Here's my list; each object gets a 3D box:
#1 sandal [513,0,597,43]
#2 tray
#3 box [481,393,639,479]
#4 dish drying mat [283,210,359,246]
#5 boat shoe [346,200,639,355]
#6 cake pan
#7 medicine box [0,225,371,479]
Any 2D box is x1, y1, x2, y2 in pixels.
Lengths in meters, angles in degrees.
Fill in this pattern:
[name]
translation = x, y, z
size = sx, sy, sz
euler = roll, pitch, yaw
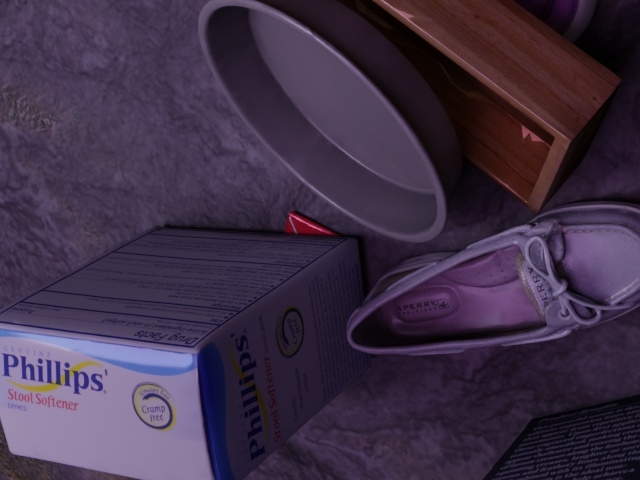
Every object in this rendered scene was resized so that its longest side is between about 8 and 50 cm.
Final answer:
[sandal]
translation = 0.066, -0.317, 1.092
size = 0.416, 0.102, 0.169
euler = 41, 124, 11
[tray]
translation = 0.058, -0.200, 1.094
size = 0.411, 0.203, 0.076
euler = 38, 80, 11
[box]
translation = 0.252, 0.340, 1.073
size = 0.212, 0.395, 0.293
euler = -19, 98, 36
[dish drying mat]
translation = 0.000, 0.000, 1.322
size = 0.083, 0.008, 0.032
euler = 28, 121, 19
[boat shoe]
translation = 0.172, 0.047, 1.179
size = 0.320, 0.103, 0.118
euler = -13, 103, 34
[cake pan]
translation = 0.014, -0.119, 1.148
size = 0.293, 0.054, 0.293
euler = 39, 162, 15
[medicine box]
translation = -0.134, 0.103, 1.265
size = 0.264, 0.289, 0.149
euler = 4, 113, 32
